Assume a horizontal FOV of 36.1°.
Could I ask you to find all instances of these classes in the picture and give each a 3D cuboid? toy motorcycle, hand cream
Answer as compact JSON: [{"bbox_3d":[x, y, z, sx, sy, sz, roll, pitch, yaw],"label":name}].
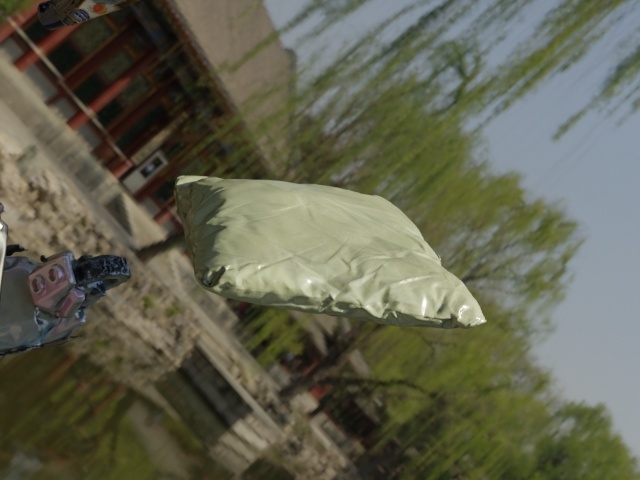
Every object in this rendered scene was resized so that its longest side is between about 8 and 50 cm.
[{"bbox_3d":[-0.326,0.071,0.981,0.204,0.239,0.108,-3,56,-51],"label":"toy motorcycle"},{"bbox_3d":[-0.271,-0.302,1.210,0.062,0.163,0.039,35,39,-67],"label":"hand cream"}]

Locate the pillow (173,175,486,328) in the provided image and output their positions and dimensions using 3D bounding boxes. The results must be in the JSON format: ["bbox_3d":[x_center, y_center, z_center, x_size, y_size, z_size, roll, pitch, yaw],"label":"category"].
[{"bbox_3d":[-0.001,-0.001,0.982,0.274,0.076,0.281,8,19,-15],"label":"pillow"}]

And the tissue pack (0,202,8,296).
[{"bbox_3d":[-0.265,0.138,0.355,0.209,0.370,0.198,19,17,18],"label":"tissue pack"}]
